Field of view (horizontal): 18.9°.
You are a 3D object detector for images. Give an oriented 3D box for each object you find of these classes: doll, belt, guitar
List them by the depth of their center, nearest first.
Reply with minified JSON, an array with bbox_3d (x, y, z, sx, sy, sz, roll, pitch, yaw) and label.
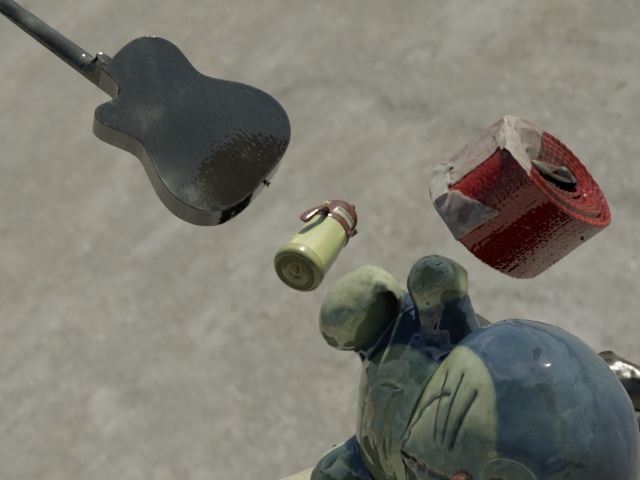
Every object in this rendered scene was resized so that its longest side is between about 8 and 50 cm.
[{"bbox_3d":[-0.124,-0.099,1.107,0.088,0.233,0.025,-51,-6,-26],"label":"guitar"},{"bbox_3d":[0.100,0.132,1.249,0.154,0.228,0.258,1,14,-22],"label":"doll"},{"bbox_3d":[0.190,-0.034,1.890,0.124,0.201,0.128,-37,65,21],"label":"belt"}]

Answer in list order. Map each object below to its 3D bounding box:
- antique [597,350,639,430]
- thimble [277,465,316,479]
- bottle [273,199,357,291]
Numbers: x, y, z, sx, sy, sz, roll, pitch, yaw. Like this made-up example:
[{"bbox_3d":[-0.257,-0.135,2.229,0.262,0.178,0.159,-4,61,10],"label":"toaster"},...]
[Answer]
[{"bbox_3d":[0.272,0.220,1.846,0.255,0.322,0.185,14,53,14],"label":"antique"},{"bbox_3d":[0.028,0.371,1.909,0.195,0.291,0.291,-14,26,-8],"label":"thimble"},{"bbox_3d":[-0.001,0.001,1.680,0.101,0.047,0.063,-52,-8,-46],"label":"bottle"}]
